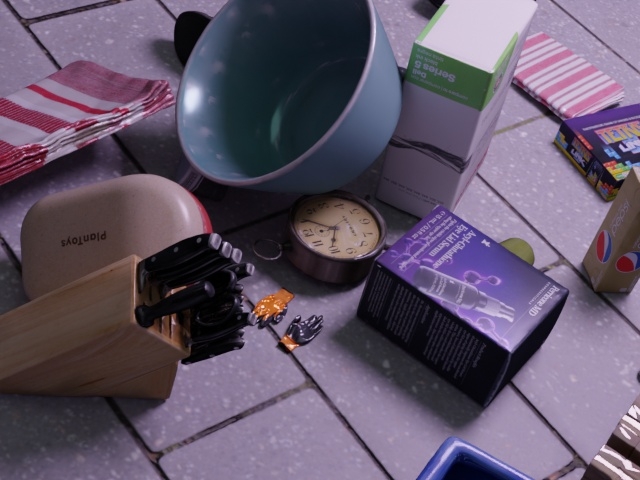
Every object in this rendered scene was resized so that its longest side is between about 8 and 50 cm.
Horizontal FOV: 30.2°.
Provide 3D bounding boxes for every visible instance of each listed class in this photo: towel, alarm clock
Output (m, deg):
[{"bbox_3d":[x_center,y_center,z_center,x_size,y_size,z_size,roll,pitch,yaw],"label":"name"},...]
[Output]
[{"bbox_3d":[0.379,-0.262,1.921,0.144,0.029,0.197,-27,56,-35],"label":"towel"},{"bbox_3d":[0.000,0.000,1.529,0.192,0.064,0.129,-9,50,-26],"label":"alarm clock"},{"bbox_3d":[-0.381,-0.151,1.521,0.329,0.037,0.237,-31,34,-35],"label":"towel"}]

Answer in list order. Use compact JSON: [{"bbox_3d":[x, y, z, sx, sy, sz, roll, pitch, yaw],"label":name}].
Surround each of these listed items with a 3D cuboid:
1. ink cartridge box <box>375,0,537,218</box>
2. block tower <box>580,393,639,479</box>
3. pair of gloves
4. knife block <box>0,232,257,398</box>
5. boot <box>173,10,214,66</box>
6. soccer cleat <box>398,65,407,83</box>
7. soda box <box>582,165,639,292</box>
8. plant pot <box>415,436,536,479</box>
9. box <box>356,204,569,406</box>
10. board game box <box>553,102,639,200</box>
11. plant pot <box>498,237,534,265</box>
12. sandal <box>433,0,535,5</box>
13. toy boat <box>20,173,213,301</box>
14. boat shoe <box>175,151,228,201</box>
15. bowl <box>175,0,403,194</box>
[{"bbox_3d":[0.182,-0.187,1.615,0.114,0.273,0.198,24,44,11],"label":"ink cartridge box"},{"bbox_3d":[0.415,0.205,1.390,0.091,0.097,0.335,34,55,18],"label":"block tower"},{"bbox_3d":[-0.041,0.096,1.461,0.083,0.010,0.074,37,48,19],"label":"pair of gloves"},{"bbox_3d":[-0.212,0.075,1.263,0.275,0.242,0.088,4,54,-12],"label":"knife block"},{"bbox_3d":[-0.065,-0.290,1.782,0.263,0.091,0.229,21,24,36],"label":"boot"},{"bbox_3d":[0.056,-0.217,1.769,0.178,0.060,0.072,-13,61,-18],"label":"soccer cleat"},{"bbox_3d":[0.412,-0.012,1.571,0.058,0.181,0.061,2,45,-14],"label":"soda box"},{"bbox_3d":[0.144,0.368,1.103,0.236,0.212,0.236,29,45,13],"label":"plant pot"},{"bbox_3d":[0.175,0.078,1.470,0.207,0.108,0.153,34,47,18],"label":"box"},{"bbox_3d":[0.466,-0.138,1.806,0.170,0.048,0.141,-15,53,-28],"label":"board game box"},{"bbox_3d":[0.245,0.032,1.563,0.083,0.083,0.079,34,36,17],"label":"plant pot"},{"bbox_3d":[0.285,-0.417,2.035,0.254,0.054,0.097,-12,57,-38],"label":"sandal"},{"bbox_3d":[-0.230,0.014,1.404,0.231,0.151,0.151,-11,74,19],"label":"toy boat"},{"bbox_3d":[-0.137,-0.138,1.625,0.076,0.080,0.228,30,37,-19],"label":"boat shoe"},{"bbox_3d":[-0.017,-0.184,1.520,0.163,0.311,0.312,31,26,-47],"label":"bowl"}]
